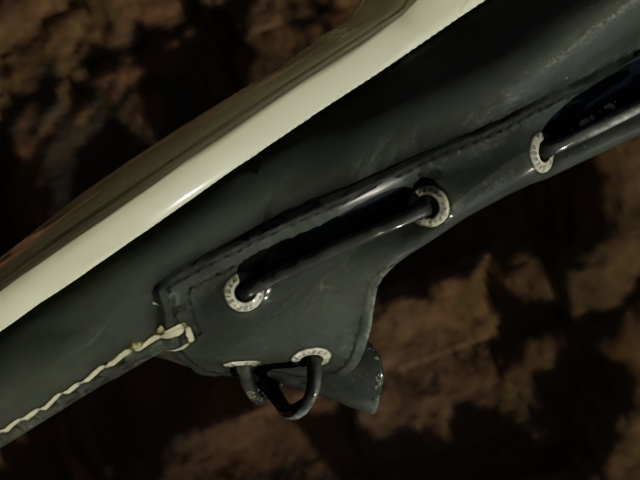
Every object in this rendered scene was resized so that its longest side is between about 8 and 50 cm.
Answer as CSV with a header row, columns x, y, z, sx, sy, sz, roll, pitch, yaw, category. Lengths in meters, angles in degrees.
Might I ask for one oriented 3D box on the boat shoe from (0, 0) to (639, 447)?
x,y,z,sx,sy,sz,roll,pitch,yaw,category
0.000,-0.001,0.522,0.113,0.340,0.127,54,-2,-10,boat shoe
